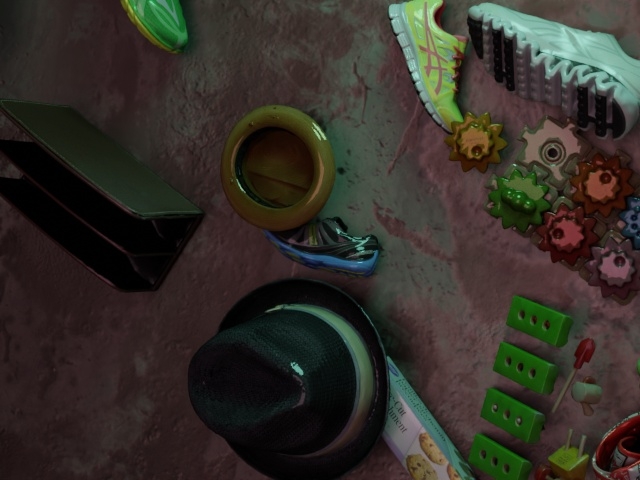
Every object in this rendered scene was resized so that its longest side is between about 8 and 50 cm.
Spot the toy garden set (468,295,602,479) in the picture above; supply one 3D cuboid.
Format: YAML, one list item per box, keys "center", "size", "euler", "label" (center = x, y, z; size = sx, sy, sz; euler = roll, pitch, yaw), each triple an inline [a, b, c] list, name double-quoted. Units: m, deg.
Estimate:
- center: [0.305, 0.219, 1.676]
  size: [0.204, 0.049, 0.244]
  euler: [24, 101, 58]
  label: "toy garden set"

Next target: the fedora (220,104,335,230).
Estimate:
- center: [-0.052, -0.104, 1.835]
  size: [0.194, 0.079, 0.194]
  euler: [-1, 88, 28]
  label: "fedora"

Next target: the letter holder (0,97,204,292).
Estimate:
- center: [-0.367, -0.066, 1.886]
  size: [0.302, 0.214, 0.152]
  euler: [38, 103, 17]
  label: "letter holder"

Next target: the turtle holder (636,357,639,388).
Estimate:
- center: [0.567, 0.113, 1.538]
  size: [0.227, 0.243, 0.320]
  euler: [64, 150, 24]
  label: "turtle holder"

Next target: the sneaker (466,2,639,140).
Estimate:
- center: [0.323, -0.243, 1.684]
  size: [0.118, 0.110, 0.292]
  euler: [-41, 59, -22]
  label: "sneaker"

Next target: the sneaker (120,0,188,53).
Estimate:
- center: [-0.240, -0.429, 1.887]
  size: [0.123, 0.109, 0.295]
  euler: [-11, 86, 25]
  label: "sneaker"

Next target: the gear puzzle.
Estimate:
- center: [0.318, -0.070, 1.684]
  size: [0.339, 0.044, 0.175]
  euler: [35, 103, 9]
  label: "gear puzzle"

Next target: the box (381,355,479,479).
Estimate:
- center: [0.158, 0.312, 1.767]
  size: [0.067, 0.063, 0.324]
  euler: [-39, 77, 17]
  label: "box"

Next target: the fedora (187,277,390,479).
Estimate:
- center: [-0.070, 0.204, 1.767]
  size: [0.334, 0.152, 0.334]
  euler: [0, 90, 39]
  label: "fedora"

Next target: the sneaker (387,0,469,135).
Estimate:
- center: [0.169, -0.247, 1.748]
  size: [0.094, 0.081, 0.208]
  euler: [-21, 87, 10]
  label: "sneaker"

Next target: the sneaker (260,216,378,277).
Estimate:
- center: [0.000, 0.000, 1.832]
  size: [0.188, 0.067, 0.078]
  euler: [15, 75, 22]
  label: "sneaker"

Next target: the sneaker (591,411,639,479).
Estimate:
- center: [0.379, 0.336, 1.628]
  size: [0.270, 0.145, 0.090]
  euler: [-50, 35, 11]
  label: "sneaker"
